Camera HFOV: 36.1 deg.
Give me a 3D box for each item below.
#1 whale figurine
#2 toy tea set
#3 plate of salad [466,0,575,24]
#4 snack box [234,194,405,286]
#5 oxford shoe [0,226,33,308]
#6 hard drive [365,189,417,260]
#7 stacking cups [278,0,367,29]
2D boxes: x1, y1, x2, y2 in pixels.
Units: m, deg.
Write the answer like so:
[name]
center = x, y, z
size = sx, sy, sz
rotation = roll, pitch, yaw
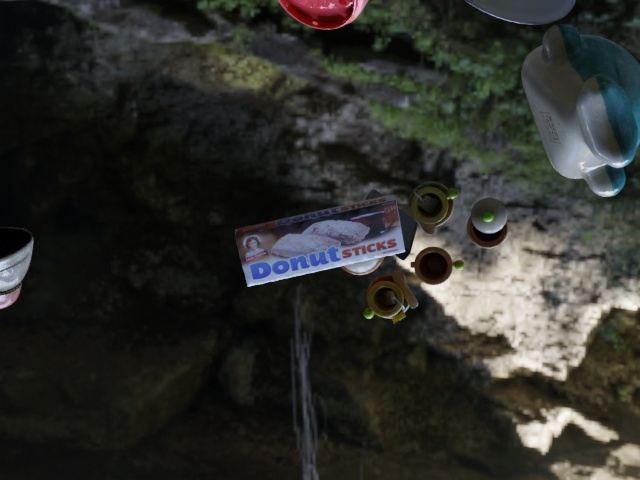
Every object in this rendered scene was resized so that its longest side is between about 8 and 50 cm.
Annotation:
[whale figurine]
center = 0.333, -0.160, 1.159
size = 0.141, 0.216, 0.272
rotation = -20, -171, 5
[toy tea set]
center = 0.179, 0.006, 1.799
size = 0.336, 0.200, 0.124
rotation = -35, 176, 15
[plate of salad]
center = 0.218, -0.328, 1.203
size = 0.200, 0.048, 0.200
rotation = 10, -127, -13
[snack box]
center = 0.000, 0.000, 1.072
size = 0.178, 0.064, 0.022
rotation = -13, -155, 0
[oxford shoe]
center = -0.551, 0.017, 1.295
size = 0.348, 0.130, 0.123
rotation = -2, -132, -44
[hard drive]
center = 0.105, -0.027, 1.521
size = 0.094, 0.022, 0.135
rotation = 37, -158, -4
[stacking cups]
center = 0.051, -0.271, 0.702
size = 0.096, 0.096, 0.316
rotation = 12, -125, 28
